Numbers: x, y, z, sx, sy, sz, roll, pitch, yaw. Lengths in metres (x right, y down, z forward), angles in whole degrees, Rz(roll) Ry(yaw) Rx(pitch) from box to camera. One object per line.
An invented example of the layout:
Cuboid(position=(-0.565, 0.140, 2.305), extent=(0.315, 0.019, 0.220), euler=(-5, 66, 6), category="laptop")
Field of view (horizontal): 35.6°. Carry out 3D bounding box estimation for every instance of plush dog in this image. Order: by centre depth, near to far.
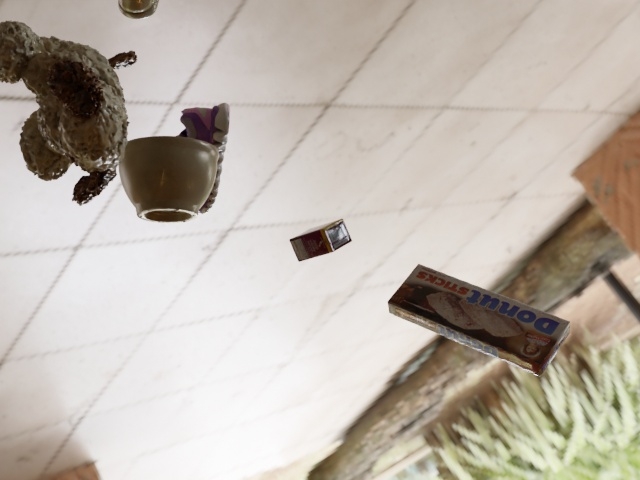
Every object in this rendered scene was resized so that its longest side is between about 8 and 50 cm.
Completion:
Cuboid(position=(-0.341, -0.185, 1.438), extent=(0.210, 0.225, 0.263), euler=(-18, 134, -14), category="plush dog")

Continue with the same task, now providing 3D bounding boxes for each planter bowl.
Cuboid(position=(-0.242, -0.089, 1.579), extent=(0.162, 0.109, 0.162), euler=(-1, 168, 0), category="planter bowl")

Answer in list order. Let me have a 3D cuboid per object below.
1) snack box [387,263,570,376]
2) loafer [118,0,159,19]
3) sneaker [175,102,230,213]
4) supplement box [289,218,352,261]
Cuboid(position=(0.159, 0.079, 1.021), extent=(0.064, 0.178, 0.022), euler=(-47, 143, -32), category="snack box")
Cuboid(position=(-0.323, -0.548, 1.860), extent=(0.101, 0.269, 0.092), euler=(5, 165, -4), category="loafer")
Cuboid(position=(-0.237, -0.161, 1.913), extent=(0.104, 0.095, 0.237), euler=(6, 124, -10), category="sneaker")
Cuboid(position=(0.000, 0.000, 1.621), extent=(0.083, 0.043, 0.055), euler=(-16, -170, 45), category="supplement box")
